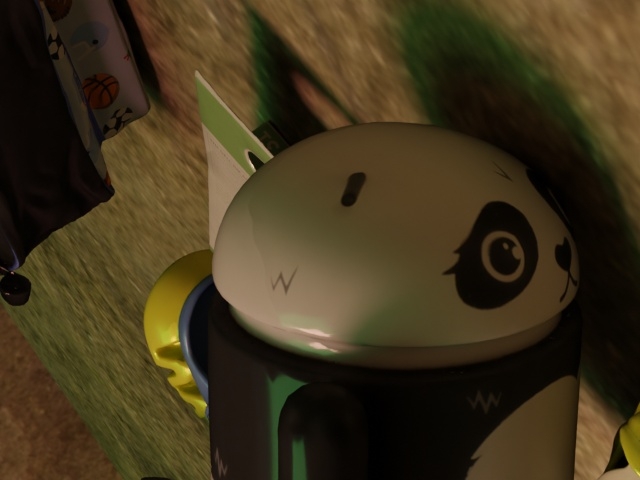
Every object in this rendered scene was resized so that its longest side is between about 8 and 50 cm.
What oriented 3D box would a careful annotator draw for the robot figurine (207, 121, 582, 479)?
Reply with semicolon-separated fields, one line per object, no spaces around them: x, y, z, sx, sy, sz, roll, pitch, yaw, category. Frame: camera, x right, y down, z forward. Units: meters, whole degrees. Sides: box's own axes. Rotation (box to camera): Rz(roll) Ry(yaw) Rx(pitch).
0.036;0.084;0.909;0.209;0.173;0.278;-135;42;-62;robot figurine

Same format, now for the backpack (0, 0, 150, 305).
-0.260;-0.141;1.335;0.263;0.213;0.276;33;150;33;backpack

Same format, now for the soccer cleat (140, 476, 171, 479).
-0.012;0.269;1.367;0.331;0.143;0.116;12;131;4;soccer cleat

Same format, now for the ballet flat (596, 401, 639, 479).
0.154;0.121;0.922;0.077;0.077;0.231;46;164;19;ballet flat

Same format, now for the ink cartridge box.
0.000;0.000;1.162;0.171;0.056;0.235;48;161;19;ink cartridge box

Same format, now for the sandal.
-0.009;0.153;1.424;0.317;0.126;0.138;56;159;-20;sandal
